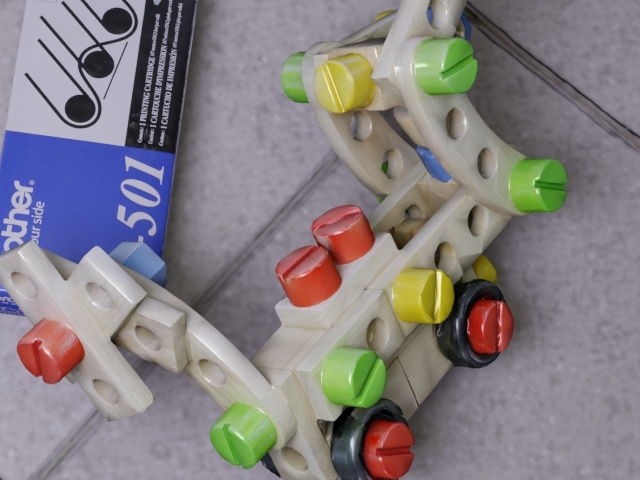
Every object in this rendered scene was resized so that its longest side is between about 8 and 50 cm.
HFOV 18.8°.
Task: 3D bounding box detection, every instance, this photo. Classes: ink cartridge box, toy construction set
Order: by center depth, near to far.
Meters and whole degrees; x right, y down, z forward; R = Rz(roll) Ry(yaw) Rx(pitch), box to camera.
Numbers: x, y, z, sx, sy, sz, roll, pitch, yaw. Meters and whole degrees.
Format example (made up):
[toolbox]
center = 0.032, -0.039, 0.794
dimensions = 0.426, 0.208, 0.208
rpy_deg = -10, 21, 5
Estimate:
[toy construction set]
center = 0.000, 0.000, 1.004
dimensions = 0.328, 0.151, 0.215
rpy_deg = -37, 120, -24
[ink cartridge box]
center = -0.128, -0.057, 1.084
dimensions = 0.097, 0.046, 0.207
rpy_deg = 7, 71, -5
